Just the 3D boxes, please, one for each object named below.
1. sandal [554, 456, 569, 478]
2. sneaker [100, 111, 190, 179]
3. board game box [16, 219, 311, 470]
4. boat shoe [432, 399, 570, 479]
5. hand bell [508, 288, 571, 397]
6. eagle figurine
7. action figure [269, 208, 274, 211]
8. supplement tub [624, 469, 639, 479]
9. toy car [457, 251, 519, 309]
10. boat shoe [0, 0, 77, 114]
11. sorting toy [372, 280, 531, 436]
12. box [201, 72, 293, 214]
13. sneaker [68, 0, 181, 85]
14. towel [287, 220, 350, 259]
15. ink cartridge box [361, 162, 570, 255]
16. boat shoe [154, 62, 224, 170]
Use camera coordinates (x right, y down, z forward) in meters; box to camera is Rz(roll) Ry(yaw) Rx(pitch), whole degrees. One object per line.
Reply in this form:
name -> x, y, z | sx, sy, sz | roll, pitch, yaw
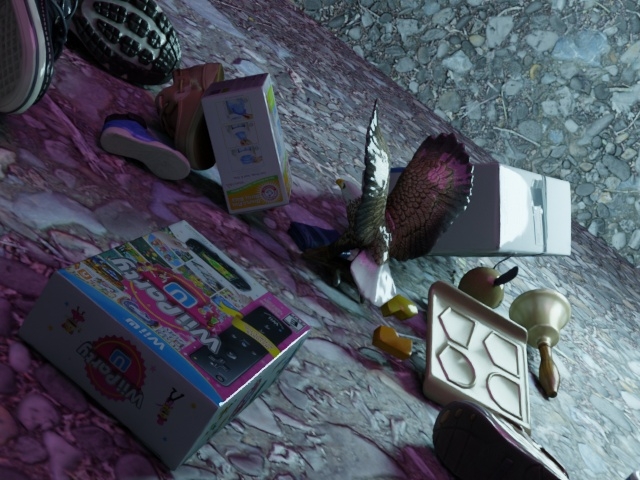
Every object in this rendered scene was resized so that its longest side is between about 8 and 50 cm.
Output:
sandal -> 0.332, 0.352, 1.452 | 0.090, 0.060, 0.219 | 28, 21, -24
sneaker -> -0.277, -0.156, 1.579 | 0.152, 0.058, 0.084 | 21, 33, -22
board game box -> -0.161, 0.104, 1.133 | 0.224, 0.097, 0.303 | 39, 20, 7
boat shoe -> 0.293, 0.339, 1.336 | 0.116, 0.123, 0.324 | 12, 33, -54
hand bell -> 0.438, 0.217, 1.925 | 0.126, 0.126, 0.242 | 31, 33, -16
eagle figurine -> 0.102, -0.059, 1.642 | 0.225, 0.298, 0.226 | 39, 19, 5
action figure -> -0.114, -0.090, 1.756 | 0.038, 0.030, 0.115 | 17, 29, -54
supplement tub -> 0.466, 0.405, 1.489 | 0.071, 0.107, 0.071 | 31, 21, -13
toy car -> 0.296, 0.105, 1.761 | 0.149, 0.188, 0.155 | 34, 20, -8
boat shoe -> -0.455, -0.333, 1.505 | 0.156, 0.186, 0.500 | 16, 22, -32
sorting toy -> 0.213, 0.177, 1.595 | 0.307, 0.041, 0.229 | 30, 44, -18
box -> -0.118, -0.160, 1.634 | 0.114, 0.103, 0.203 | -83, 162, -68
sneaker -> -0.442, -0.440, 1.855 | 0.410, 0.158, 0.182 | 34, 2, -22
towel -> 0.000, 0.000, 1.738 | 0.119, 0.029, 0.067 | 15, 30, -47
ink cartridge box -> 0.297, -0.050, 1.955 | 0.286, 0.166, 0.395 | 0, -2, 32
boat shoe -> -0.234, -0.218, 1.745 | 0.110, 0.121, 0.341 | -1, 28, 0
